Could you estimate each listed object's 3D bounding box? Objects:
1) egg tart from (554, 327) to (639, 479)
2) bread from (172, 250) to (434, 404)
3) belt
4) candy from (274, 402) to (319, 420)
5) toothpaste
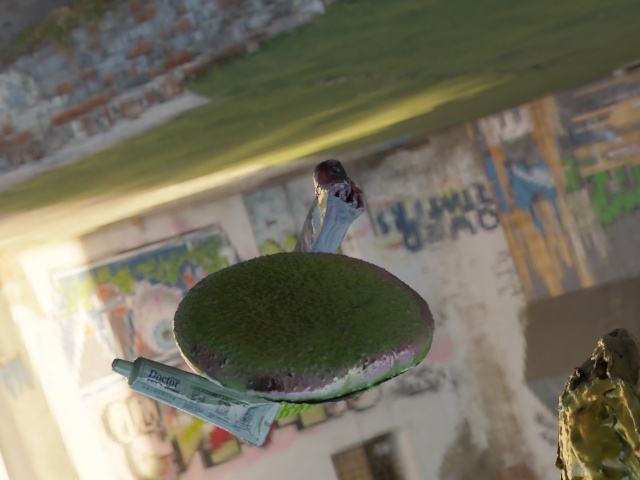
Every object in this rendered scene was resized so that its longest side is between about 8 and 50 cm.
[{"bbox_3d":[0.303,0.233,1.324,0.107,0.290,0.291,-6,180,1],"label":"egg tart"},{"bbox_3d":[-0.014,0.065,1.076,0.229,0.033,0.228,1,-154,-1],"label":"bread"},{"bbox_3d":[0.000,0.000,1.549,0.071,0.053,0.232,10,132,-13],"label":"belt"},{"bbox_3d":[-0.061,0.204,1.743,0.097,0.096,0.209,-18,180,39],"label":"candy"},{"bbox_3d":[-0.155,0.189,1.534,0.218,0.064,0.041,24,-179,-20],"label":"toothpaste"}]
